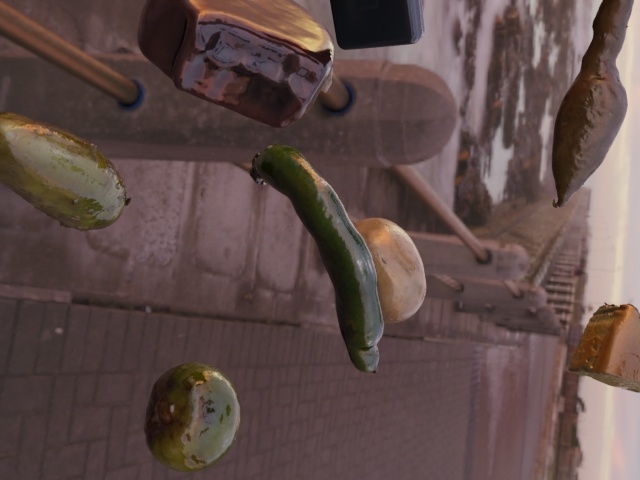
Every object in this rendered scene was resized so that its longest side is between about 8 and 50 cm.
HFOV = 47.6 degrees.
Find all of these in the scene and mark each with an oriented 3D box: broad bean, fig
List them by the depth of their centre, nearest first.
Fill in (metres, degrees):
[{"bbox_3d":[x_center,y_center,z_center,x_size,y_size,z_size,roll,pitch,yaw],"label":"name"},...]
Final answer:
[{"bbox_3d":[0.000,0.000,0.789,0.049,0.292,0.144,-23,159,-22],"label":"broad bean"},{"bbox_3d":[-0.212,0.302,1.241,0.191,0.180,0.181,23,73,-62],"label":"fig"}]

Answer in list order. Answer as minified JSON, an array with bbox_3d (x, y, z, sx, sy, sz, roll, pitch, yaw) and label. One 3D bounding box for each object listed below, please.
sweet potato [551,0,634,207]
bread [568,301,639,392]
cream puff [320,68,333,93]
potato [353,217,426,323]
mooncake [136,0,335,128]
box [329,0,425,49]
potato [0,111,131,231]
[{"bbox_3d":[0.317,-0.166,0.834,0.074,0.074,0.270,-10,114,-69],"label":"sweet potato"},{"bbox_3d":[0.609,0.229,1.448,0.169,0.160,0.140,-60,-168,-19],"label":"bread"},{"bbox_3d":[-0.016,-0.367,1.542,0.116,0.094,0.122,-113,-155,-59],"label":"cream puff"},{"bbox_3d":[0.073,0.032,0.887,0.147,0.112,0.112,59,-6,39],"label":"potato"},{"bbox_3d":[-0.134,-0.327,1.259,0.325,0.334,0.174,-7,141,-46],"label":"mooncake"},{"bbox_3d":[0.080,-0.429,1.173,0.050,0.160,0.230,-39,125,-48],"label":"box"},{"bbox_3d":[-0.362,-0.097,0.990,0.251,0.149,0.113,49,59,-51],"label":"potato"}]
